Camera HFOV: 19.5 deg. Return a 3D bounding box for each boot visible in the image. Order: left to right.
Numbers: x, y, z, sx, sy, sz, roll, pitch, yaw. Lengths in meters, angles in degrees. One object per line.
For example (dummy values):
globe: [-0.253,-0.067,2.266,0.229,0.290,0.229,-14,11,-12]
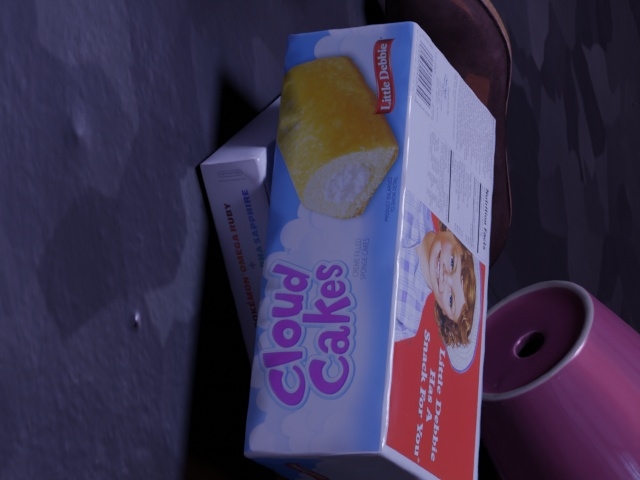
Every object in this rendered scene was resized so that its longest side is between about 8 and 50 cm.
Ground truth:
boot: [0.091,-0.060,1.382,0.207,0.090,0.248,-74,153,-44]

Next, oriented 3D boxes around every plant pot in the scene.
plant pot: [0.208,0.138,1.516,0.180,0.201,0.201,51,37,-28]

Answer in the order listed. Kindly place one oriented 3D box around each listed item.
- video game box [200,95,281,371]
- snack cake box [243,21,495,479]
video game box: [0.000,0.000,1.214,0.205,0.048,0.187,-47,126,-60]
snack cake box: [0.036,0.020,1.126,0.152,0.089,0.264,42,49,-59]
